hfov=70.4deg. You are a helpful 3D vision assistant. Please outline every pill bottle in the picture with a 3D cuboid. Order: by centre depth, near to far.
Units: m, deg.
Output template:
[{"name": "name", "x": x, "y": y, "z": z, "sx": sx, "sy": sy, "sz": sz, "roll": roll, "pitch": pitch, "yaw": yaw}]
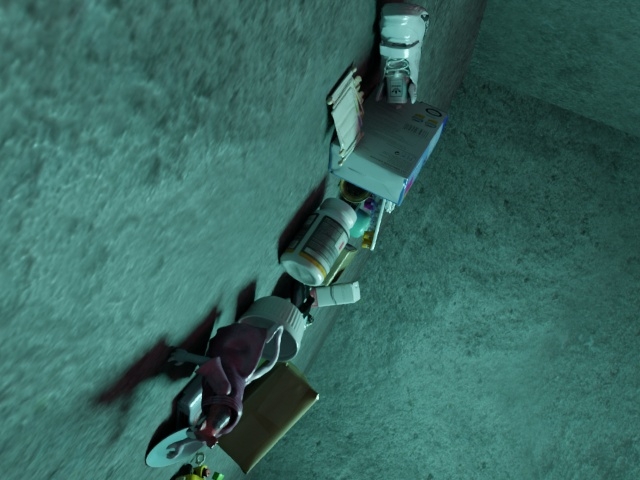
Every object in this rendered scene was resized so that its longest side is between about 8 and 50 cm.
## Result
[{"name": "pill bottle", "x": 0.000, "y": 0.000, "z": 1.517, "sx": 0.278, "sy": 0.162, "sz": 0.162, "roll": -56, "pitch": 165, "yaw": -25}]

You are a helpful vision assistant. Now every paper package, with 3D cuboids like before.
[{"name": "paper package", "x": -0.190, "y": 0.550, "z": 1.519, "sx": 0.325, "sy": 0.168, "sz": 0.309, "roll": -44, "pitch": -177, "yaw": -10}]

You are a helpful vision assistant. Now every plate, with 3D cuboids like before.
[{"name": "plate", "x": -0.402, "y": 0.576, "z": 1.288, "sx": 0.188, "sy": 0.024, "sz": 0.188, "roll": -24, "pitch": 142, "yaw": -20}]

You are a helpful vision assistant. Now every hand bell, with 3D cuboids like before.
[{"name": "hand bell", "x": 0.143, "y": -0.223, "z": 1.821, "sx": 0.242, "sy": 0.126, "sz": 0.126, "roll": -63, "pitch": 178, "yaw": -80}]

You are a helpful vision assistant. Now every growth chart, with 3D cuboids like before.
[{"name": "growth chart", "x": 0.081, "y": -0.354, "z": 1.295, "sx": 0.172, "sy": 0.021, "sz": 0.237, "roll": -52, "pitch": 146, "yaw": -30}]

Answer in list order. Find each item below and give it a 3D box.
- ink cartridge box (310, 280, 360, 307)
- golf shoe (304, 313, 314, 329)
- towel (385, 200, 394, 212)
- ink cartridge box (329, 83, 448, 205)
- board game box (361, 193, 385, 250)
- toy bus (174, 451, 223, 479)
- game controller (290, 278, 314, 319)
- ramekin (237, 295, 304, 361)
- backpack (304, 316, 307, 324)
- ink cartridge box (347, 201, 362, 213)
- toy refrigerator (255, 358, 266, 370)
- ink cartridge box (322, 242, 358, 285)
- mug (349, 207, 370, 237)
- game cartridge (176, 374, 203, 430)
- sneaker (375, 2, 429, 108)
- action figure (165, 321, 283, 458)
[{"name": "ink cartridge box", "x": 0.064, "y": 0.248, "z": 2.106, "sx": 0.158, "sy": 0.218, "sz": 0.092, "roll": 3, "pitch": 78, "yaw": -75}, {"name": "golf shoe", "x": -0.102, "y": 0.404, "z": 2.150, "sx": 0.094, "sy": 0.077, "sz": 0.198, "roll": -57, "pitch": 164, "yaw": 27}, {"name": "towel", "x": 0.279, "y": -0.273, "z": 1.735, "sx": 0.209, "sy": 0.034, "sz": 0.285, "roll": 96, "pitch": 2, "yaw": -49}, {"name": "ink cartridge box", "x": 0.240, "y": -0.345, "z": 1.508, "sx": 0.395, "sy": 0.270, "sz": 0.151, "roll": -56, "pitch": 167, "yaw": -26}, {"name": "board game box", "x": 0.230, "y": -0.222, "z": 1.845, "sx": 0.390, "sy": 0.050, "sz": 0.389, "roll": -79, "pitch": 179, "yaw": -56}, {"name": "toy bus", "x": -0.455, "y": 0.849, "z": 1.568, "sx": 0.191, "sy": 0.202, "sz": 0.104, "roll": -51, "pitch": 133, "yaw": -19}, {"name": "game controller", "x": -0.074, "y": 0.216, "z": 1.741, "sx": 0.319, "sy": 0.067, "sz": 0.166, "roll": -26, "pitch": 108, "yaw": -83}, {"name": "ramekin", "x": -0.148, "y": 0.268, "z": 1.410, "sx": 0.109, "sy": 0.207, "sz": 0.207, "roll": -62, "pitch": 171, "yaw": -49}, {"name": "backpack", "x": -0.112, "y": 0.358, "z": 1.968, "sx": 0.105, "sy": 0.084, "sz": 0.114, "roll": -50, "pitch": 165, "yaw": -35}, {"name": "ink cartridge box", "x": 0.099, "y": -0.086, "z": 1.937, "sx": 0.206, "sy": 0.045, "sz": 0.208, "roll": -59, "pitch": -177, "yaw": -12}, {"name": "toy refrigerator", "x": -0.205, "y": 0.483, "z": 1.822, "sx": 0.269, "sy": 0.102, "sz": 0.094, "roll": -40, "pitch": 154, "yaw": -57}, {"name": "ink cartridge box", "x": 0.073, "y": 0.103, "z": 2.121, "sx": 0.193, "sy": 0.088, "sz": 0.235, "roll": -58, "pitch": 168, "yaw": 8}, {"name": "mug", "x": 0.174, "y": -0.088, "z": 2.080, "sx": 0.157, "sy": 0.097, "sz": 0.129, "roll": -60, "pitch": -177, "yaw": -32}, {"name": "game cartridge", "x": -0.356, "y": 0.495, "z": 1.381, "sx": 0.196, "sy": 0.060, "sz": 0.294, "roll": -54, "pitch": 165, "yaw": -48}, {"name": "sneaker", "x": 0.232, "y": -0.519, "z": 1.315, "sx": 0.366, "sy": 0.138, "sz": 0.210, "roll": -4, "pitch": 100, "yaw": -79}, {"name": "action figure", "x": -0.228, "y": 0.374, "z": 1.110, "sx": 0.370, "sy": 0.276, "sz": 0.248, "roll": -111, "pitch": -156, "yaw": -71}]
